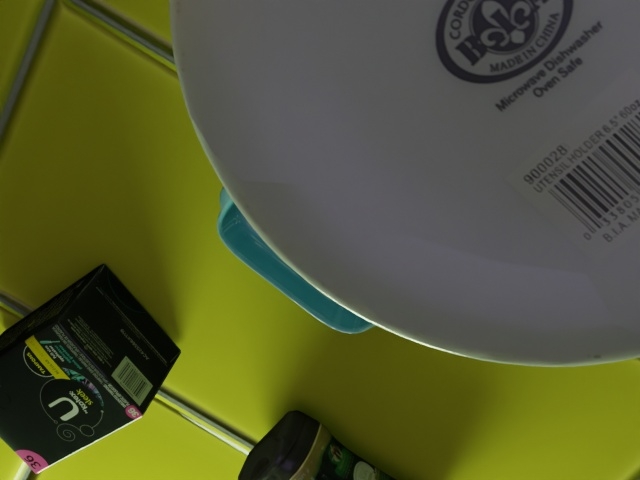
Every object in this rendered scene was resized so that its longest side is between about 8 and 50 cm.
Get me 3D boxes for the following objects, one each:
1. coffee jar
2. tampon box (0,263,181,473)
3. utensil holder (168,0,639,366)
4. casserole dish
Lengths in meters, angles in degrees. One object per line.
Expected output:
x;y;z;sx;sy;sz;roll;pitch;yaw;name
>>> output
0.015;0.247;1.022;0.184;0.079;0.096;36;122;-6;coffee jar
-0.240;0.125;1.009;0.161;0.101;0.120;-32;106;29;tampon box
0.124;-0.167;0.568;0.327;0.385;0.327;7;121;12;utensil holder
0.000;0.000;0.908;0.188;0.037;0.114;38;123;-7;casserole dish
